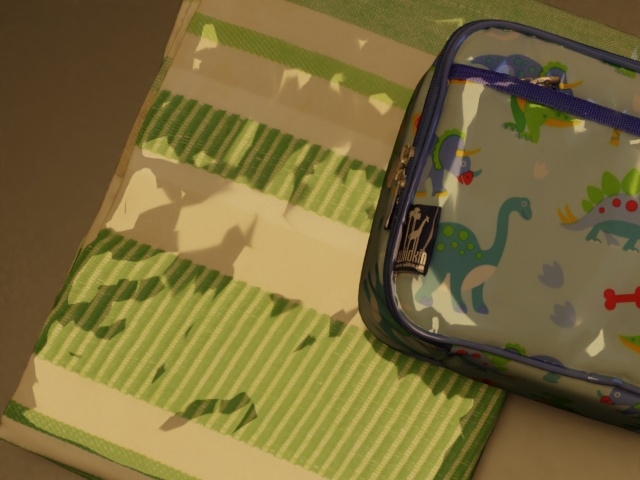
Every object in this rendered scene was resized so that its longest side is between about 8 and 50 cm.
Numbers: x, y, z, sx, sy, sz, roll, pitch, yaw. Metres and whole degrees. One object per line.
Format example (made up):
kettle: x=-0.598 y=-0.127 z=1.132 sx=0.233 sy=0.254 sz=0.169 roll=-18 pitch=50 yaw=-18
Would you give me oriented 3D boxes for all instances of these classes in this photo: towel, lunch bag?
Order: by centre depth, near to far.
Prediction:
lunch bag: x=0.137 y=-0.006 z=0.856 sx=0.219 sy=0.090 sz=0.176 roll=19 pitch=76 yaw=-6
towel: x=0.000 y=0.000 z=0.925 sx=0.248 sy=0.038 sz=0.324 roll=21 pitch=80 yaw=10
